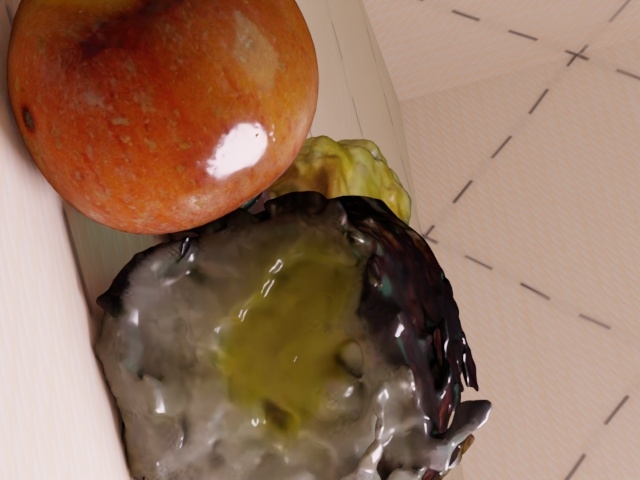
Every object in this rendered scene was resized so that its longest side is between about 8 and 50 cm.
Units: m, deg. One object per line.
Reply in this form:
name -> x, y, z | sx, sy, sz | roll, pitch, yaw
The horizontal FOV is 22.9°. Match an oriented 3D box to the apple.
apple -> -0.128, -0.135, 1.216 | 0.253, 0.254, 0.253 | -14, 90, -81

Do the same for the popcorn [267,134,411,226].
popcorn -> 0.000, 0.000, 1.828 | 0.286, 0.215, 0.252 | -89, 169, -47

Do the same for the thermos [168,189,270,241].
thermos -> -0.084, 0.003, 1.592 | 0.136, 0.110, 0.330 | -70, 147, -51

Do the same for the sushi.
sushi -> -0.015, 0.110, 1.352 | 0.299, 0.281, 0.294 | 62, 8, 5
